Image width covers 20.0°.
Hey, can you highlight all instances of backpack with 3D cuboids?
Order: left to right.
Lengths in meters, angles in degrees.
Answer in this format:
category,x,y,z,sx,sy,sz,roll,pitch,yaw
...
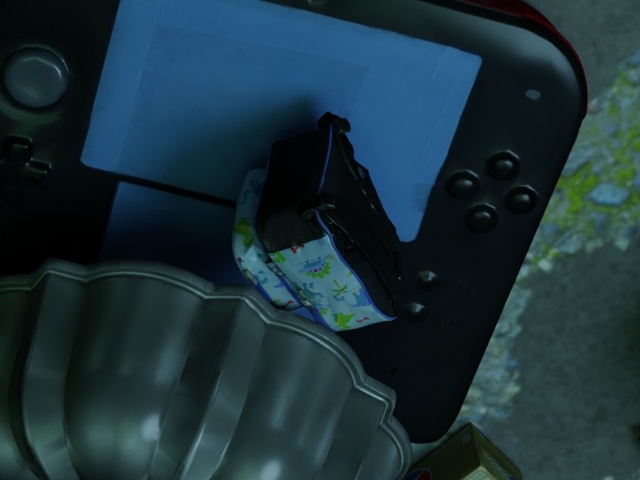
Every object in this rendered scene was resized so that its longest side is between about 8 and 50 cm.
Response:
category,x,y,z,sx,sy,sz,roll,pitch,yaw
backpack,0.000,0.000,1.136,0.084,0.105,0.114,-18,129,23

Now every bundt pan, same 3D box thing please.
category,x,y,z,sx,sy,sz,roll,pitch,yaw
bundt pan,-0.110,0.162,1.188,0.330,0.124,0.331,8,141,7

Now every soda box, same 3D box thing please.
category,x,y,z,sx,sy,sz,roll,pitch,yaw
soda box,0.064,0.218,1.340,0.181,0.058,0.061,-39,114,15

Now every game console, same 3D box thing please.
category,x,y,z,sx,sy,sz,roll,pitch,yaw
game console,-0.047,-0.034,1.197,0.386,0.060,0.342,14,116,-10

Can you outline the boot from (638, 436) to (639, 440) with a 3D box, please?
category,x,y,z,sx,sy,sz,roll,pitch,yaw
boot,0.277,0.128,1.316,0.099,0.045,0.121,-32,116,16
